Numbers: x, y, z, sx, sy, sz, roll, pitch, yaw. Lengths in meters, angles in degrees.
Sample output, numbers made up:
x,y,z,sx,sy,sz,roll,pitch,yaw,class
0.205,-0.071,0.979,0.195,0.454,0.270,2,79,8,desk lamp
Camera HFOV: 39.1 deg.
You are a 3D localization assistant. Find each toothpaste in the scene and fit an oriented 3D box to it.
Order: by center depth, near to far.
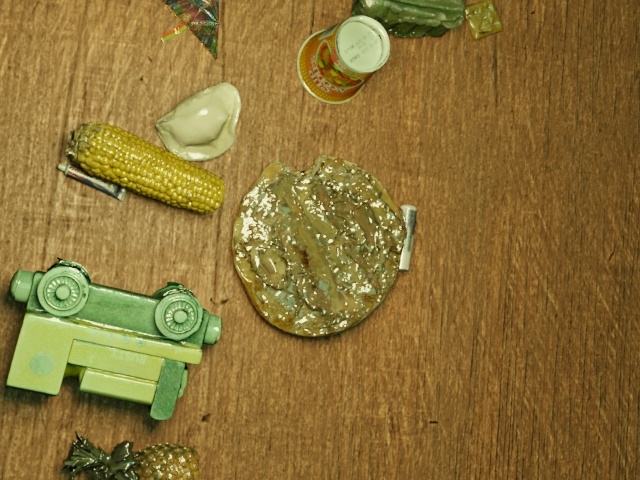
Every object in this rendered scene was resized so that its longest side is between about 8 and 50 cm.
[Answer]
x,y,z,sx,sy,sz,roll,pitch,yaw,class
-0.441,-0.118,1.745,0.140,0.021,0.037,22,81,-19,toothpaste

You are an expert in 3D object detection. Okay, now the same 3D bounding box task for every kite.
x,y,z,sx,sy,sz,roll,pitch,yaw,class
-0.261,-0.451,1.830,0.190,0.010,0.159,45,75,-10,kite

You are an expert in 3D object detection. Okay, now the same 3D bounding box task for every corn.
x,y,z,sx,sy,sz,roll,pitch,yaw,class
-0.334,-0.137,1.738,0.318,0.115,0.115,25,79,-18,corn

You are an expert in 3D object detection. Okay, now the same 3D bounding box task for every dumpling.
x,y,z,sx,sy,sz,roll,pitch,yaw,class
-0.225,-0.226,1.785,0.169,0.100,0.134,-39,113,-15,dumpling

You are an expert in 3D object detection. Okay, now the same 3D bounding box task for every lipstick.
x,y,z,sx,sy,sz,roll,pitch,yaw,class
0.180,-0.006,1.934,0.040,0.040,0.141,12,83,-17,lipstick

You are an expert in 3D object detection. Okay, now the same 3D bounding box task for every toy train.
x,y,z,sx,sy,sz,roll,pitch,yaw,class
-0.389,0.182,1.679,0.397,0.160,0.253,15,89,-17,toy train

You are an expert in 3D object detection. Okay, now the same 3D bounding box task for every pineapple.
x,y,z,sx,sy,sz,roll,pitch,yaw,class
-0.357,0.428,1.696,0.251,0.125,0.125,13,83,-13,pineapple

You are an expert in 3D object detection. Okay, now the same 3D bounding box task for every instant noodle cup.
x,y,z,sx,sy,sz,roll,pitch,yaw,class
0.056,-0.377,1.839,0.168,0.185,0.168,1,87,-19,instant noodle cup

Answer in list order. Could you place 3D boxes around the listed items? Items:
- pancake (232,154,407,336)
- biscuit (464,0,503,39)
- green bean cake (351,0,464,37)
x,y,z,sx,sy,sz,roll,pitch,yaw,class
0.000,0.000,1.858,0.382,0.071,0.382,2,84,-16,pancake
0.368,-0.501,2.038,0.083,0.018,0.081,-22,93,-19,biscuit
0.187,-0.568,1.928,0.241,0.132,0.255,5,85,-22,green bean cake
